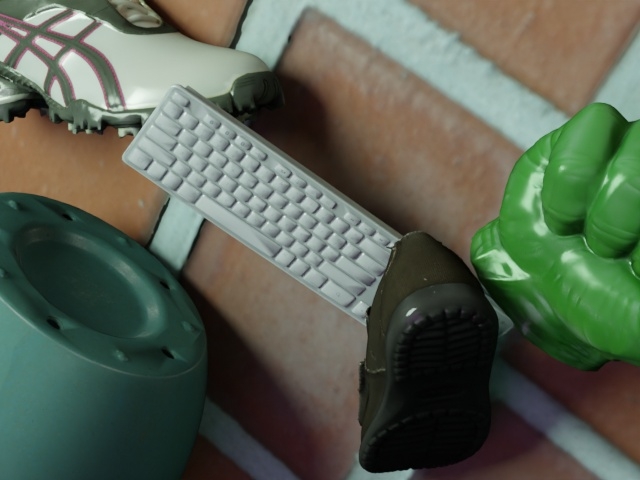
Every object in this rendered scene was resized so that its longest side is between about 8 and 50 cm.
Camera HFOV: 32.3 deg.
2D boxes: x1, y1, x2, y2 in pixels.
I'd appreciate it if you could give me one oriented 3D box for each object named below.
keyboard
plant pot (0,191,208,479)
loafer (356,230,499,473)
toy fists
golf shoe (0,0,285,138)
[{"bbox_3d":[0.000,0.000,0.682,0.256,0.014,0.072,35,123,-12],"label":"keyboard"},{"bbox_3d":[-0.216,0.110,0.765,0.293,0.293,0.235,41,109,12],"label":"plant pot"},{"bbox_3d":[0.064,0.073,0.673,0.080,0.078,0.220,-3,144,-9],"label":"loafer"},{"bbox_3d":[0.207,0.052,0.583,0.279,0.096,0.142,50,125,8],"label":"toy fists"},{"bbox_3d":[-0.149,-0.132,0.735,0.272,0.105,0.120,10,104,28],"label":"golf shoe"}]
